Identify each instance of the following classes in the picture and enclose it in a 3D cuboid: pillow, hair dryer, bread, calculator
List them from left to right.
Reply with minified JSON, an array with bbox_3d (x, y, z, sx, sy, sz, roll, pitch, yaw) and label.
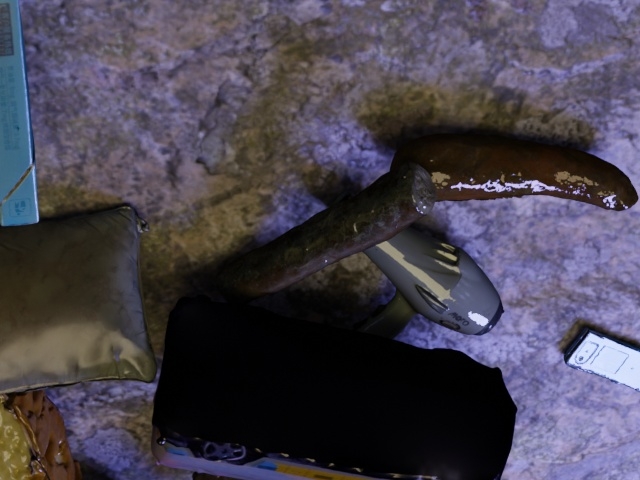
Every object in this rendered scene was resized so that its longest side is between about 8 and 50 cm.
[{"bbox_3d":[-0.350,0.248,1.559,0.160,0.147,0.260,-19,101,13],"label":"bread"},{"bbox_3d":[-0.316,0.072,1.451,0.303,0.075,0.184,-8,82,-4],"label":"pillow"},{"bbox_3d":[0.057,0.041,1.547,0.225,0.088,0.219,-21,120,23],"label":"hair dryer"},{"bbox_3d":[0.367,0.150,1.695,0.172,0.018,0.057,21,120,-22],"label":"calculator"}]

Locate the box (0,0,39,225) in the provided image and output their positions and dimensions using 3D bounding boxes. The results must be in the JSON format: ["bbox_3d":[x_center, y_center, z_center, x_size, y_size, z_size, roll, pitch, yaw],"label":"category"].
[{"bbox_3d":[-0.285,-0.151,1.284,0.041,0.162,0.229,-7,125,-13],"label":"box"}]

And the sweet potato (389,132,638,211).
[{"bbox_3d":[0.202,-0.071,1.483,0.273,0.075,0.075,4,124,-14],"label":"sweet potato"}]

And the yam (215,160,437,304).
[{"bbox_3d":[0.000,0.000,1.460,0.274,0.061,0.061,-28,127,31],"label":"yam"}]

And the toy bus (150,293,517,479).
[{"bbox_3d":[0.008,0.187,1.542,0.386,0.171,0.162,12,157,-10],"label":"toy bus"}]

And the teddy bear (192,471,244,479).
[{"bbox_3d":[-0.054,0.289,1.656,0.190,0.140,0.177,5,127,-3],"label":"teddy bear"}]
